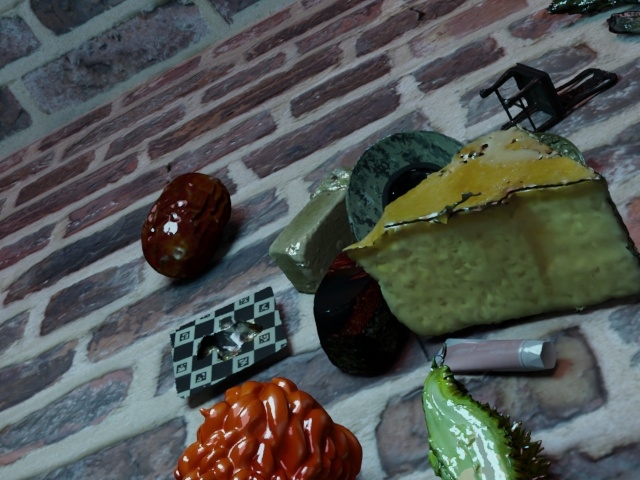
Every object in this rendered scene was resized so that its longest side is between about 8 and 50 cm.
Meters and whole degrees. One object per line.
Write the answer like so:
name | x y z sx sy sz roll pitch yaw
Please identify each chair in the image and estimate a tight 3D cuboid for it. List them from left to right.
chair | 0.434 -0.293 1.809 0.229 0.113 0.106 -37 30 -5

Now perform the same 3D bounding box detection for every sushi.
sushi | -0.157 0.186 1.674 0.210 0.040 0.192 -26 35 4
sushi | 0.070 0.102 1.504 0.136 0.126 0.225 -16 25 29

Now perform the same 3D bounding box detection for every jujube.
jujube | -0.277 -0.034 2.013 0.174 0.174 0.250 -14 31 30

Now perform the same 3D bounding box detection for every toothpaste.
toothpaste | 0.235 0.160 1.332 0.194 0.043 0.067 -7 38 48

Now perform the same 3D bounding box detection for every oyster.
oyster | 0.086 -0.112 1.890 0.209 0.072 0.133 10 51 49

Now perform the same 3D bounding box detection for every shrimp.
shrimp | 0.662 -0.488 1.943 0.445 0.085 0.272 -1 45 37

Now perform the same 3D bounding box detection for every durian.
durian | 0.195 0.253 1.139 0.132 0.106 0.375 -32 28 3

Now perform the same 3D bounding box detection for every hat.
hat | 0.181 -0.059 1.632 0.266 0.265 0.128 -21 -8 18
hat | 0.371 -0.102 1.610 0.146 0.067 0.146 -2 69 7

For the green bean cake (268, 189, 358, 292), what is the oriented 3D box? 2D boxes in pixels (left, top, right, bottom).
green bean cake | 0.000 0.000 1.747 0.085 0.109 0.179 3 43 46

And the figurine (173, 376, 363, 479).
figurine | -0.129 0.369 1.189 0.412 0.241 0.306 -48 3 5

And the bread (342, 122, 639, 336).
bread | 0.251 0.019 1.331 0.315 0.248 0.279 -40 27 -8
